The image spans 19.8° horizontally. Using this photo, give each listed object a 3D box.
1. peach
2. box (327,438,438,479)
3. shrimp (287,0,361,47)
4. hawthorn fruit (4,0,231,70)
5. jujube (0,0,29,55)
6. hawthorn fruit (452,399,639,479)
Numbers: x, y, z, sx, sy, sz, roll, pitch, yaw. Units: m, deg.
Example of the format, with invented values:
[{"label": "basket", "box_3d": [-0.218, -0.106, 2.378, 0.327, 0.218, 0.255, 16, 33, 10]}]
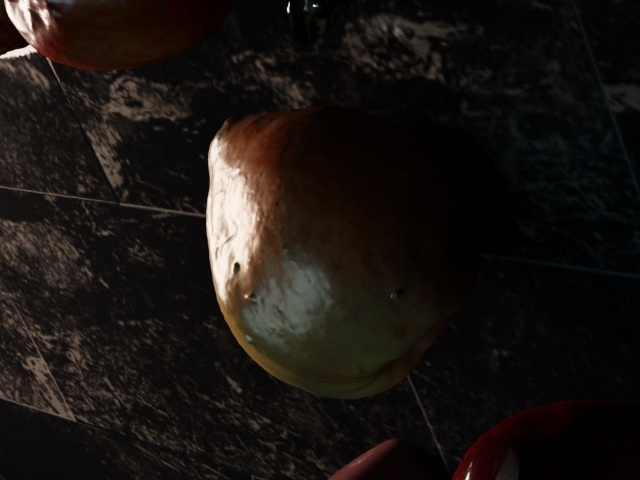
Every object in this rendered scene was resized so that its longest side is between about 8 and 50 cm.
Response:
[{"label": "peach", "box_3d": [0.000, 0.000, 1.335, 0.232, 0.232, 0.232, 34, 145, 27]}, {"label": "box", "box_3d": [0.025, 0.314, 1.675, 0.193, 0.167, 0.294, 50, 150, 4]}, {"label": "shrimp", "box_3d": [-0.036, -0.258, 1.255, 0.173, 0.058, 0.253, 35, 144, 39]}, {"label": "hawthorn fruit", "box_3d": [-0.164, -0.203, 1.323, 0.179, 0.200, 0.179, 160, 90, -73]}, {"label": "jujube", "box_3d": [-0.284, -0.238, 1.507, 0.190, 0.190, 0.255, 49, 167, 3]}, {"label": "hawthorn fruit", "box_3d": [0.200, 0.242, 1.339, 0.230, 0.210, 0.266, 30, 158, 22]}]
